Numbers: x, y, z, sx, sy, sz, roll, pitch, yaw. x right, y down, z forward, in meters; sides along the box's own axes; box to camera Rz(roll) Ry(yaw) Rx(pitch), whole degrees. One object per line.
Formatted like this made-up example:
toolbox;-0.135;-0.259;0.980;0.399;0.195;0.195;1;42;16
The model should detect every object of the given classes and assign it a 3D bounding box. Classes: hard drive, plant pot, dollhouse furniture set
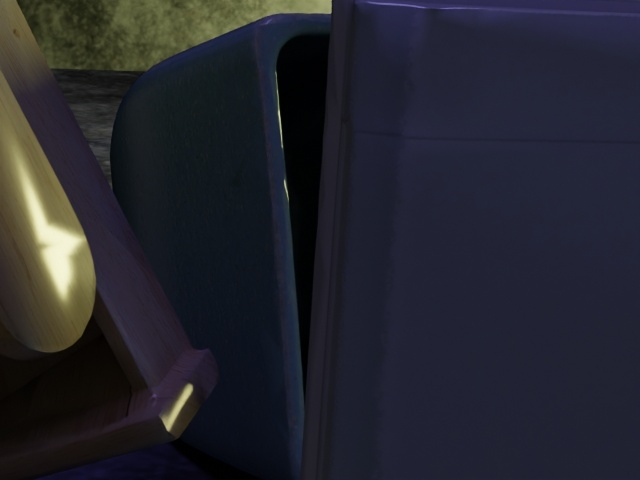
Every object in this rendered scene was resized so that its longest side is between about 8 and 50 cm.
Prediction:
hard drive;0.093;0.093;0.396;0.203;0.307;0.040;0;15;-13
plant pot;0.000;0.000;0.914;0.248;0.247;0.252;-8;4;-37
dollhouse furniture set;-0.231;0.060;0.576;0.362;0.256;0.394;-19;17;25
